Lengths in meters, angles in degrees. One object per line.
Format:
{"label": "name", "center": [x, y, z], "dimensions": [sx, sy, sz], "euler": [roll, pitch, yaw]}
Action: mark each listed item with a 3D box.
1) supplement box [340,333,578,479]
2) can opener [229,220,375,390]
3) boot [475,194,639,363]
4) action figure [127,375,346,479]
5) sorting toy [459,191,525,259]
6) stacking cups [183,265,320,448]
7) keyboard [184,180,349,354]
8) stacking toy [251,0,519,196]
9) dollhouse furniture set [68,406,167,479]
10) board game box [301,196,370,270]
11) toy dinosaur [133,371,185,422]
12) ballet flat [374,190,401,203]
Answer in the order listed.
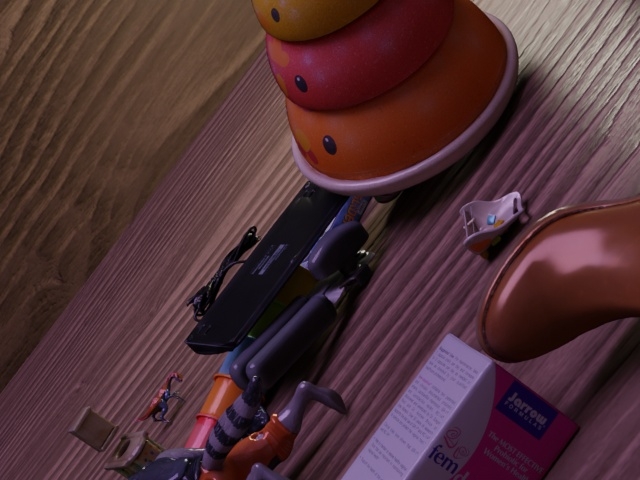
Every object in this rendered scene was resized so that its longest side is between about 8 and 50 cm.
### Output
{"label": "supplement box", "center": [0.108, 0.210, 1.184], "dimensions": [0.220, 0.111, 0.114], "euler": [-55, 17, -3]}
{"label": "can opener", "center": [-0.025, 0.088, 1.769], "dimensions": [0.074, 0.093, 0.280], "euler": [-10, 33, 51]}
{"label": "boot", "center": [0.272, 0.040, 1.067], "dimensions": [0.283, 0.109, 0.220], "euler": [-31, 24, 1]}
{"label": "action figure", "center": [-0.129, 0.267, 1.616], "dimensions": [0.330, 0.178, 0.341], "euler": [-33, 26, 29]}
{"label": "sorting toy", "center": [0.203, -0.023, 1.525], "dimensions": [0.075, 0.045, 0.083], "euler": [-39, 20, 21]}
{"label": "stacking cups", "center": [-0.099, 0.183, 1.858], "dimensions": [0.096, 0.096, 0.316], "euler": [-18, 42, 63]}
{"label": "keyboard", "center": [-0.084, 0.035, 1.862], "dimensions": [0.202, 0.033, 0.317], "euler": [0, 46, 53]}
{"label": "stacking toy", "center": [0.018, -0.323, 1.734], "dimensions": [0.351, 0.480, 0.350], "euler": [-22, 39, 20]}
{"label": "dollhouse furniture set", "center": [-0.284, 0.346, 1.844], "dimensions": [0.101, 0.182, 0.161], "euler": [-22, 35, 60]}
{"label": "board game box", "center": [0.000, 0.000, 2.028], "dimensions": [0.136, 0.035, 0.201], "euler": [-24, 34, 59]}
{"label": "toy dinosaur", "center": [-0.254, 0.255, 2.154], "dimensions": [0.047, 0.090, 0.082], "euler": [-4, 81, 49]}
{"label": "ballet flat", "center": [0.127, -0.147, 1.935], "dimensions": [0.221, 0.077, 0.079], "euler": [-61, -1, -24]}
